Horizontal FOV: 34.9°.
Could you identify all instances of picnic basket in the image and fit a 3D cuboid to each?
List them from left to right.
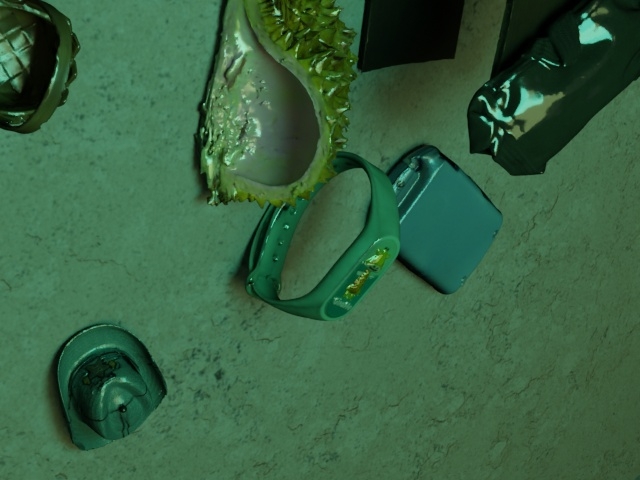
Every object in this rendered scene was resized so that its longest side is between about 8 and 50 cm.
[{"bbox_3d":[-0.292,-0.170,0.958,0.137,0.178,0.128,7,109,-43],"label":"picnic basket"}]

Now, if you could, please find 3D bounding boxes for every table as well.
[{"bbox_3d":[0.202,-0.316,1.260,0.196,0.250,0.282,-16,126,-37],"label":"table"}]

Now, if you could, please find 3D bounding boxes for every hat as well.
[{"bbox_3d":[-0.259,0.200,1.282,0.138,0.078,0.191,-31,131,-21],"label":"hat"}]

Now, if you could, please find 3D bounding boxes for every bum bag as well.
[{"bbox_3d":[0.293,-0.194,1.186,0.326,0.079,0.142,-40,129,-9],"label":"bum bag"}]

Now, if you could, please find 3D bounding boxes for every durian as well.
[{"bbox_3d":[-0.023,-0.192,1.251,0.195,0.185,0.305,-28,126,-57],"label":"durian"}]

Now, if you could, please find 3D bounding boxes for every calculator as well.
[{"bbox_3d":[0.183,-0.027,1.557,0.173,0.051,0.293,-55,138,-2],"label":"calculator"}]

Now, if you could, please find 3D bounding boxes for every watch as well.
[{"bbox_3d":[0.000,0.000,1.314,0.068,0.195,0.237,24,107,-48],"label":"watch"}]
